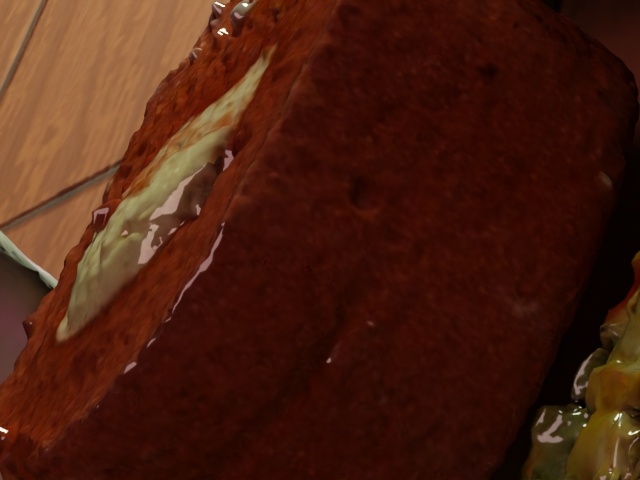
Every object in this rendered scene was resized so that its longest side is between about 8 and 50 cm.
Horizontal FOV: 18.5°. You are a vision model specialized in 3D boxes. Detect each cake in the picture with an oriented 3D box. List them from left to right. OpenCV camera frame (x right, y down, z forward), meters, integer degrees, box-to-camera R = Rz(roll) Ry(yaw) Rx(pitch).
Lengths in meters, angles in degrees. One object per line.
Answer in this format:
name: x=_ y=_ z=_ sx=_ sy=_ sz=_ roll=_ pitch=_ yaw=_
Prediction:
cake: x=0.000 y=0.000 z=0.721 sx=0.177 sy=0.151 sz=0.283 roll=-43 pitch=17 yaw=53

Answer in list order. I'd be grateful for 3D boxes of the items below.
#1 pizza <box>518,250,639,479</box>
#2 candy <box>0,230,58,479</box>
pizza: x=0.143 y=0.017 z=0.624 sx=0.147 sy=0.069 sz=0.226 roll=-6 pitch=48 yaw=53
candy: x=-0.208 y=0.044 z=0.862 sx=0.155 sy=0.265 sz=0.116 roll=-53 pitch=32 yaw=-10
